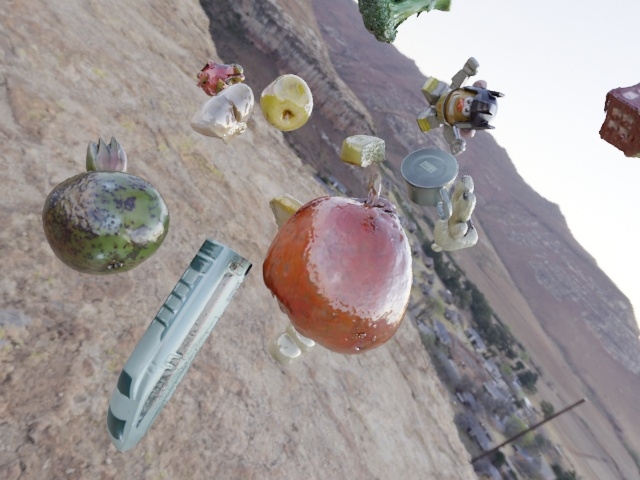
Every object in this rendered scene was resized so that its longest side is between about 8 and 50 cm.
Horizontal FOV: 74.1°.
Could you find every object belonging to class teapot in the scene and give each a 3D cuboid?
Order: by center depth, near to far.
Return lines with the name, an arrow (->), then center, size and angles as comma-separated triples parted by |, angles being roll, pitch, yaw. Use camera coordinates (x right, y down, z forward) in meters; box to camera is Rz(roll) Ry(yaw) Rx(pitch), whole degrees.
teapot -> 0.323, -0.159, 1.260 | 0.149, 0.162, 0.239 | 76, -8, -52

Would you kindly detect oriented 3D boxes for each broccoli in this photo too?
broccoli -> 0.235, -0.680, 1.199 | 0.269, 0.269, 0.254 | 54, -1, 22

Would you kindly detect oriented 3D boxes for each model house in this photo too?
model house -> 0.930, -0.313, 1.156 | 0.254, 0.195, 0.160 | -94, 174, -48

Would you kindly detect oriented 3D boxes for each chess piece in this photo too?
chess piece -> -0.057, 0.351, 1.603 | 0.167, 0.299, 0.167 | 48, -15, 18

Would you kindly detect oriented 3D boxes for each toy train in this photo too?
toy train -> -0.278, 0.188, 0.777 | 0.086, 0.407, 0.088 | 22, -15, 33

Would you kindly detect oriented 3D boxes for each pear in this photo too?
pear -> -0.106, -0.437, 1.334 | 0.178, 0.178, 0.178 | 40, 20, -18

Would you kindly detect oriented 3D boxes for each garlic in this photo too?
garlic -> -0.233, -0.310, 1.020 | 0.099, 0.174, 0.124 | 40, -18, 5

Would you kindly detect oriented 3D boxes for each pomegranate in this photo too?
pomegranate -> -0.529, -0.092, 1.046 | 0.285, 0.284, 0.341 | 14, 58, -57

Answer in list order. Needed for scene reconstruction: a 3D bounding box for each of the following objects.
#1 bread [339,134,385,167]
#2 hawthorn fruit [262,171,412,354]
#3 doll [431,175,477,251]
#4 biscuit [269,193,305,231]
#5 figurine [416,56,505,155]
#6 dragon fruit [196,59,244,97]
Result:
bread -> 0.131, -0.297, 1.402 | 0.156, 0.086, 0.125 | -24, 42, -38
hawthorn fruit -> 0.045, 0.026, 0.745 | 0.275, 0.308, 0.276 | 24, 11, -5
doll -> 0.469, -0.075, 1.407 | 0.149, 0.175, 0.278 | 33, -30, 23
biscuit -> 0.001, -0.001, 1.562 | 0.446, 0.104, 0.429 | 35, -15, 16
figurine -> 0.465, -0.443, 1.406 | 0.143, 0.308, 0.308 | -30, 72, -28
dragon fruit -> -0.350, -0.568, 1.508 | 0.133, 0.207, 0.150 | -39, 115, -51
